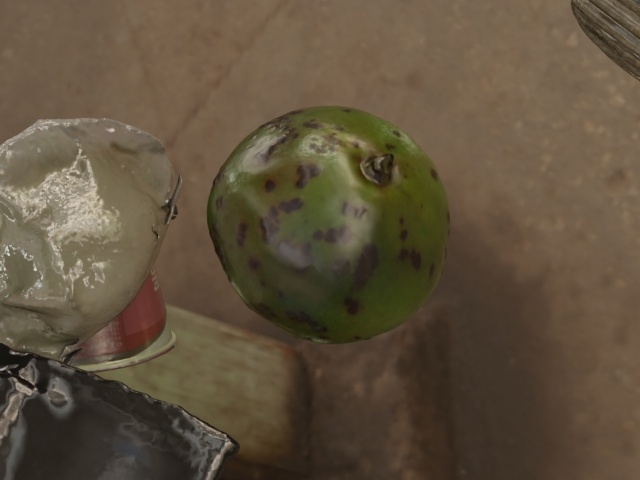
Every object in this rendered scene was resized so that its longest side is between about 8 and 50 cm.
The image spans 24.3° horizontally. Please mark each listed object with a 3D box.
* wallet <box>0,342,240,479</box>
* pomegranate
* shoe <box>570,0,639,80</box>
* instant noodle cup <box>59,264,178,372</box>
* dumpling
[{"bbox_3d":[-0.249,0.175,1.000,0.323,0.041,0.247,22,67,16],"label":"wallet"},{"bbox_3d":[0.000,0.000,1.293,0.263,0.211,0.211,123,148,-52],"label":"pomegranate"},{"bbox_3d":[0.279,-0.253,0.891,0.198,0.172,0.351,-42,-13,-29],"label":"shoe"},{"bbox_3d":[-0.309,0.063,1.943,0.235,0.235,0.178,11,109,53],"label":"instant noodle cup"},{"bbox_3d":[-0.277,-0.002,1.554,0.293,0.204,0.163,-57,8,-12],"label":"dumpling"}]
